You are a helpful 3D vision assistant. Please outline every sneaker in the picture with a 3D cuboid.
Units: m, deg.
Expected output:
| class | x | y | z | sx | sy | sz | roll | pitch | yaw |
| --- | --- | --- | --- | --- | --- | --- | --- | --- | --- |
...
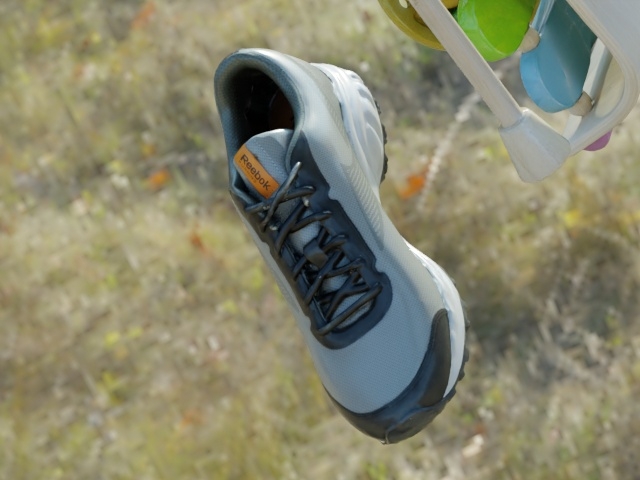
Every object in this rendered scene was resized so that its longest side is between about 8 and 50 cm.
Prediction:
| class | x | y | z | sx | sy | sz | roll | pitch | yaw |
| --- | --- | --- | --- | --- | --- | --- | --- | --- | --- |
| sneaker | 0.000 | 0.000 | 1.145 | 0.100 | 0.108 | 0.272 | -38 | 55 | 24 |

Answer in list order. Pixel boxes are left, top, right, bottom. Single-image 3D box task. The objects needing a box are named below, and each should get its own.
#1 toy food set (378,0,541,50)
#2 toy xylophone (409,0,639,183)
| class | x | y | z | sx | sy | sz | roll | pitch | yaw |
| --- | --- | --- | --- | --- | --- | --- | --- | --- | --- |
| toy food set | 0.139 | -0.230 | 1.522 | 0.218 | 0.128 | 0.071 | -25 | -2 | -34 |
| toy xylophone | 0.068 | -0.168 | 0.965 | 0.081 | 0.323 | 0.236 | -19 | 28 | 43 |
